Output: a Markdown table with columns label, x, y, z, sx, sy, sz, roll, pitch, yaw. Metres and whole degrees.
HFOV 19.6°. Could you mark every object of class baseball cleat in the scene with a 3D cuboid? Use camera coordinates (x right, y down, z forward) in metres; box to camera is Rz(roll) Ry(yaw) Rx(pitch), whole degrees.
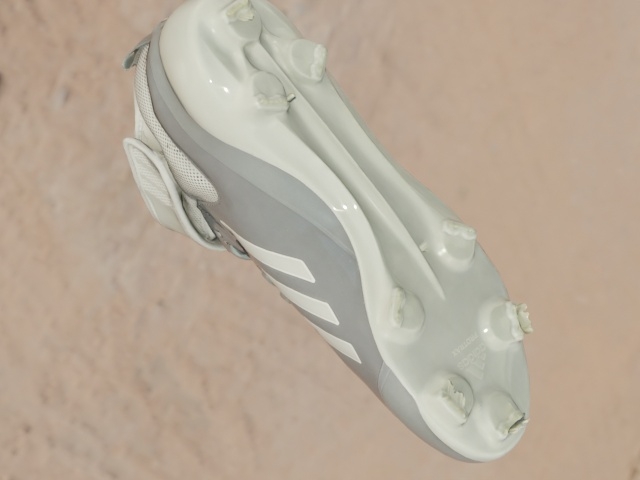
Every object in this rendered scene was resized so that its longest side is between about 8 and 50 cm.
| label | x | y | z | sx | sy | sz | roll | pitch | yaw |
| --- | --- | --- | --- | --- | --- | --- | --- | --- | --- |
| baseball cleat | 0.000 | 0.000 | 0.713 | 0.072 | 0.109 | 0.206 | -34 | 94 | -36 |
